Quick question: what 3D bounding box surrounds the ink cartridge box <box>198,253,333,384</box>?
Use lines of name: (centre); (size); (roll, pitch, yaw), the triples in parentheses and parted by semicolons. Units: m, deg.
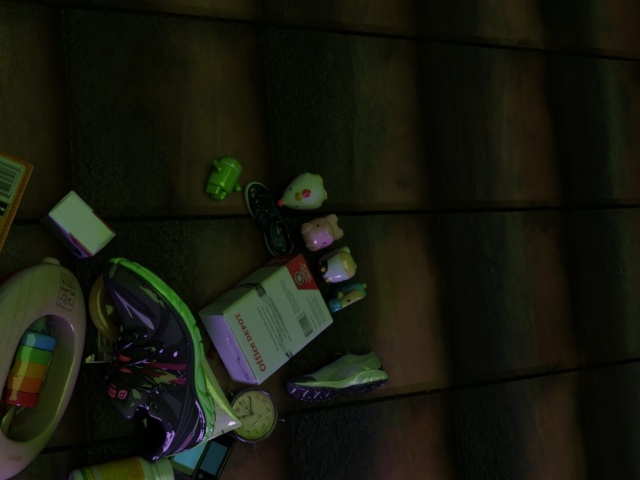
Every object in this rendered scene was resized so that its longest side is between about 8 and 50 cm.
ink cartridge box: (-0.127, 0.184, 1.902); (0.273, 0.114, 0.197); (-37, 110, -38)

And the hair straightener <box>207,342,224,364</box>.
hair straightener: (-0.194, 0.197, 1.951); (0.089, 0.047, 0.230); (35, 64, -34)

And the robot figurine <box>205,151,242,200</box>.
robot figurine: (-0.234, -0.155, 1.946); (0.101, 0.067, 0.115); (46, 63, -46)

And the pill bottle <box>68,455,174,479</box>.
pill bottle: (-0.430, 0.535, 1.740); (0.208, 0.117, 0.117); (-5, 87, -28)

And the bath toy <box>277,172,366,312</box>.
bath toy: (0.000, 0.000, 2.009); (0.129, 0.151, 0.348); (-25, 93, -26)

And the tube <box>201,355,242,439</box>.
tube: (-0.274, 0.339, 1.860); (0.062, 0.070, 0.240); (-22, 86, -45)

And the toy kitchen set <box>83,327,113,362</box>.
toy kitchen set: (-0.486, 0.231, 1.762); (0.068, 0.083, 0.075); (1, 84, -28)

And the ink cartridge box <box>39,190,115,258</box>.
ink cartridge box: (-0.525, -0.029, 1.720); (0.127, 0.175, 0.072); (47, 69, -15)

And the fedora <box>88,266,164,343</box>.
fedora: (-0.432, 0.147, 1.802); (0.194, 0.079, 0.194); (3, 85, -29)

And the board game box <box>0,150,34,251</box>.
board game box: (-0.777, 0.018, 1.413); (0.356, 0.356, 0.356); (25, 47, -23)

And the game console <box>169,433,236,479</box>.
game console: (-0.274, 0.493, 1.856); (0.071, 0.107, 0.122); (44, 64, -48)

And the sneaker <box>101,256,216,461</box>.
sneaker: (-0.362, 0.264, 1.686); (0.202, 0.185, 0.482); (-29, 115, -36)

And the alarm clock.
alarm clock: (-0.182, 0.402, 1.915); (0.129, 0.064, 0.192); (-45, 107, -24)

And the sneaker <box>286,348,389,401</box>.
sneaker: (0.036, 0.341, 2.031); (0.272, 0.100, 0.108); (-5, 63, -25)

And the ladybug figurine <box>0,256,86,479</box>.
ladybug figurine: (-0.623, 0.246, 1.610); (0.305, 0.162, 0.449); (47, 55, -63)

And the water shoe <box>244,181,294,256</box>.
water shoe: (-0.119, -0.057, 1.988); (0.073, 0.080, 0.203); (-29, 98, -28)
